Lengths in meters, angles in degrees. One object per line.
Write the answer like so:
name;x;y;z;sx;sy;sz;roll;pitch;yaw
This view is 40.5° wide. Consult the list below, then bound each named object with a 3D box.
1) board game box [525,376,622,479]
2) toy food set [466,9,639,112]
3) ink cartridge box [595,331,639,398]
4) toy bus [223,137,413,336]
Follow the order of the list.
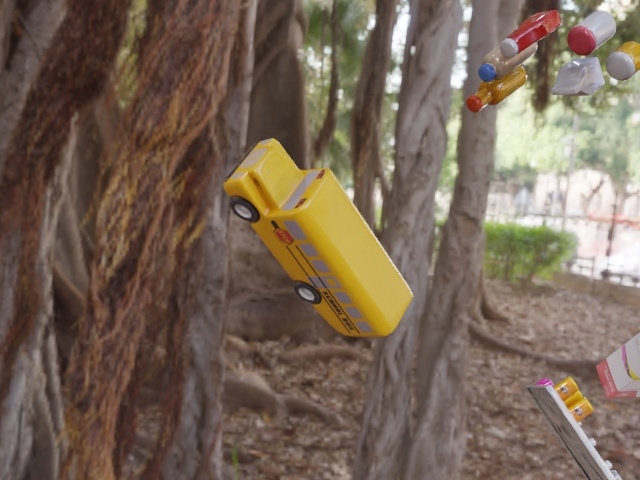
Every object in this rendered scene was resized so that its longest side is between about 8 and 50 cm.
board game box;0.520;0.420;1.572;0.050;0.390;0.390;-34;-12;2
toy food set;0.294;-0.231;1.138;0.104;0.111;0.232;-38;27;-28
ink cartridge box;0.572;0.200;1.462;0.115;0.067;0.198;-1;-31;-17
toy bus;0.000;0.000;1.312;0.130;0.108;0.332;-3;-48;45
